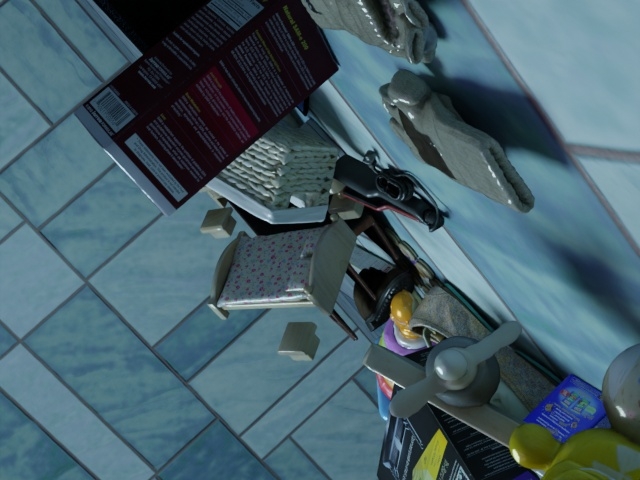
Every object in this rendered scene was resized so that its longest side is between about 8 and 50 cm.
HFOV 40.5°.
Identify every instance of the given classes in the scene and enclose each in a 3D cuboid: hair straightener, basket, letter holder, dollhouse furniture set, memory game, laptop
[{"bbox_3d":[0.074,-0.064,1.063,0.089,0.047,0.230,52,173,-34],"label":"hair straightener"},{"bbox_3d":[-0.070,-0.101,1.132,0.167,0.103,0.113,32,-157,35],"label":"basket"},{"bbox_3d":[0.000,0.000,1.463,0.214,0.152,0.302,51,177,-42],"label":"letter holder"},{"bbox_3d":[-0.123,-0.016,1.259,0.303,0.355,0.174,-6,139,33],"label":"dollhouse furniture set"},{"bbox_3d":[0.147,0.042,1.402,0.186,0.012,0.186,48,174,7],"label":"memory game"},{"bbox_3d":[-0.140,-0.230,1.090,0.234,0.264,0.136,47,138,3],"label":"laptop"}]

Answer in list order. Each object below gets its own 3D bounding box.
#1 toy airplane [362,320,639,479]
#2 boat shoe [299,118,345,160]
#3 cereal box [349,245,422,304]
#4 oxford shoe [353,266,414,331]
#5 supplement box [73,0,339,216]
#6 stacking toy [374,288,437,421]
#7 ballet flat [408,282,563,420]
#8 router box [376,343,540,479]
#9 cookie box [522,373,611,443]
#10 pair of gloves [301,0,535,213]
[{"bbox_3d":[0.255,0.206,0.731,0.386,0.272,0.384,12,-162,-18],"label":"toy airplane"},{"bbox_3d":[0.005,-0.125,1.222,0.100,0.035,0.035,48,174,6],"label":"boat shoe"},{"bbox_3d":[0.136,0.101,1.698,0.173,0.047,0.240,51,172,-20],"label":"cereal box"},{"bbox_3d":[0.096,0.087,1.490,0.096,0.083,0.227,54,159,11],"label":"oxford shoe"},{"bbox_3d":[-0.108,-0.150,0.868,0.073,0.239,0.130,46,174,35],"label":"supplement box"},{"bbox_3d":[0.156,0.166,1.427,0.301,0.166,0.175,71,-167,-55],"label":"stacking toy"},{"bbox_3d":[0.239,0.187,1.217,0.316,0.106,0.107,43,171,41],"label":"ballet flat"},{"bbox_3d":[0.178,0.331,1.196,0.308,0.081,0.243,94,153,-45],"label":"router box"},{"bbox_3d":[0.295,0.222,1.033,0.040,0.107,0.092,51,174,-23],"label":"cookie box"},{"bbox_3d":[0.069,-0.133,0.677,0.240,0.042,0.204,52,177,-21],"label":"pair of gloves"}]
